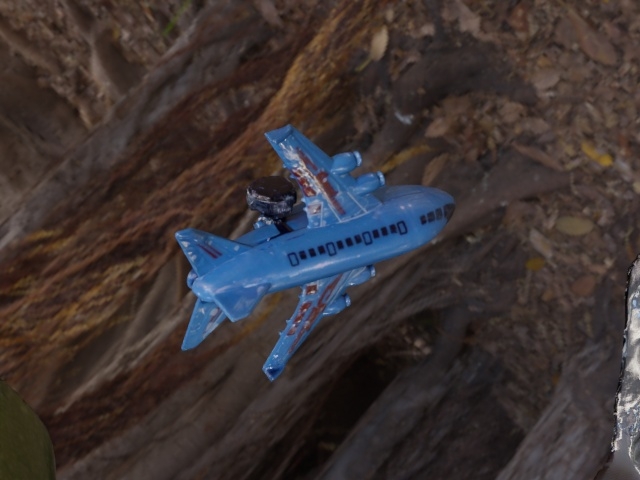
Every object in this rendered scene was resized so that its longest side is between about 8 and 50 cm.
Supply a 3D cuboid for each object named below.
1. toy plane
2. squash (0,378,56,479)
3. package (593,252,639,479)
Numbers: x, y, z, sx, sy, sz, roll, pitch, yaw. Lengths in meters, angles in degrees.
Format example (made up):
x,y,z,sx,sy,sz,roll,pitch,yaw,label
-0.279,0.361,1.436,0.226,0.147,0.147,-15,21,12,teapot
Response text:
x,y,z,sx,sy,sz,roll,pitch,yaw,label
0.000,0.000,0.778,0.105,0.271,0.254,37,138,36,toy plane
-0.285,0.280,0.540,0.263,0.263,0.384,54,-176,-33,squash
0.200,0.101,0.456,0.030,0.239,0.154,26,157,-26,package
